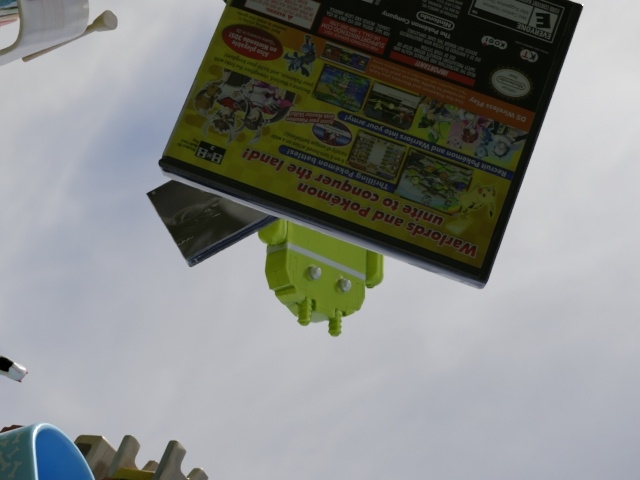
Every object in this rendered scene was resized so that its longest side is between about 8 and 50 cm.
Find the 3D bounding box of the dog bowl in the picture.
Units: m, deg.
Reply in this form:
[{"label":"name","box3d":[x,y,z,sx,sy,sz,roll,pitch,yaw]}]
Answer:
[{"label":"dog bowl","box3d":[-0.295,0.318,1.285,0.074,0.166,0.297,-30,-139,7]}]

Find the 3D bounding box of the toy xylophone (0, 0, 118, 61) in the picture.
[{"label":"toy xylophone","box3d":[-0.422,-0.279,1.590,0.323,0.081,0.236,-12,-171,29]}]

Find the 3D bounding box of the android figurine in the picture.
[{"label":"android figurine","box3d":[0.000,0.000,1.695,0.056,0.248,0.273,-18,-121,39]}]

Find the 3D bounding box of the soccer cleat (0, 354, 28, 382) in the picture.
[{"label":"soccer cleat","box3d":[-0.406,0.156,1.513,0.083,0.035,0.029,15,-118,33]}]

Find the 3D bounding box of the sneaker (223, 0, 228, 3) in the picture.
[{"label":"sneaker","box3d":[-0.051,-0.368,1.800,0.111,0.300,0.121,-55,-144,15]}]

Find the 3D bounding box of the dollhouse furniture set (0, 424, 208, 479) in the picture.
[{"label":"dollhouse furniture set","box3d":[-0.294,0.369,1.566,0.374,0.201,0.152,-3,-137,41]}]

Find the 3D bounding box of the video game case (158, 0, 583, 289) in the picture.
[{"label":"video game case","box3d":[0.042,-0.122,0.965,0.035,0.275,0.248,89,21,-76]}]

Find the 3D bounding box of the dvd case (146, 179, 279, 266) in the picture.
[{"label":"dvd case","box3d":[-0.068,-0.066,1.288,0.221,0.018,0.164,-28,-146,-8]}]
